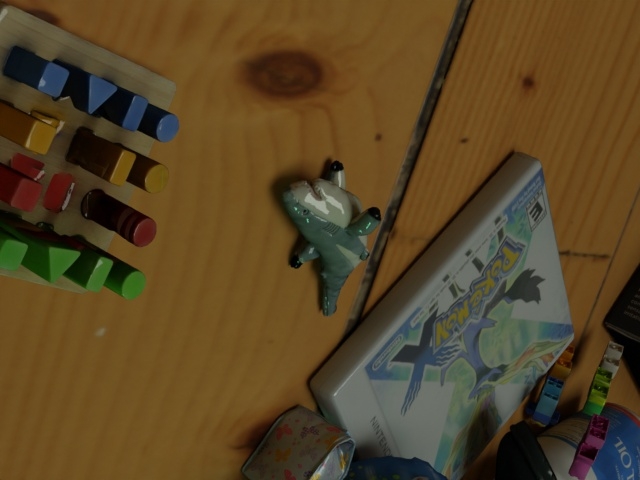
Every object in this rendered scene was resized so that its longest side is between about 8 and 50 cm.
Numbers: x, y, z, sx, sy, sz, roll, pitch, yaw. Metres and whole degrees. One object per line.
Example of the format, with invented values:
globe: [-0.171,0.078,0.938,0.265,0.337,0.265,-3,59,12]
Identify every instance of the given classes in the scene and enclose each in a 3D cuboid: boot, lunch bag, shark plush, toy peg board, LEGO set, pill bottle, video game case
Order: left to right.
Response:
toy peg board: [-0.156,-0.042,0.810,0.161,0.079,0.160,20,95,-54]
lunch bag: [-0.015,0.195,1.137,0.083,0.071,0.053,-56,142,-12]
shark plush: [0.000,0.000,1.079,0.067,0.073,0.161,-23,152,-17]
video game case: [0.141,0.119,1.314,0.329,0.036,0.300,-47,141,-22]
boot: [0.169,0.329,1.375,0.207,0.094,0.246,-21,119,1]
LEGO set: [0.283,0.193,1.481,0.227,0.087,0.093,-50,160,-61]
pill bottle: [0.299,0.283,1.535,0.221,0.124,0.124,-19,125,-44]

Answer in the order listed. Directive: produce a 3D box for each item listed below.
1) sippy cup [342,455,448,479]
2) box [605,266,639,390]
sippy cup: [0.064,0.323,1.147,0.305,0.224,0.240,30,118,-25]
box: [0.589,0.055,1.681,0.395,0.212,0.293,-54,143,-12]
